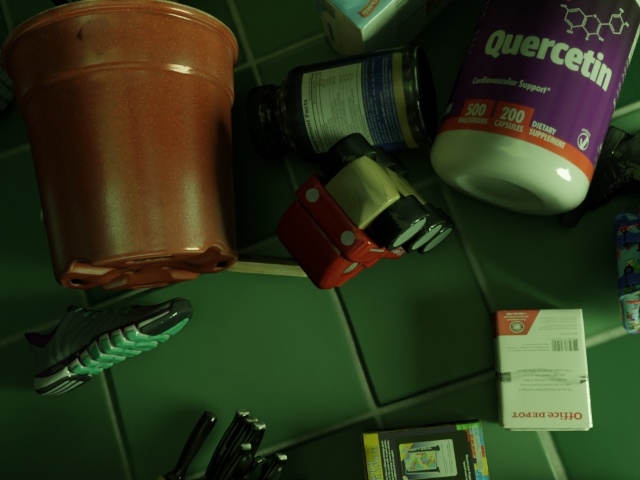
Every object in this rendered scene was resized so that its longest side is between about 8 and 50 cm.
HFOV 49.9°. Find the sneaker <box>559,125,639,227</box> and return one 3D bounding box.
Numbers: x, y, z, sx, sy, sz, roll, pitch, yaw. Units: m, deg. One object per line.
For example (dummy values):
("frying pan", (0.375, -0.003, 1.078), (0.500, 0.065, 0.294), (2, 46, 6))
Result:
("sneaker", (0.366, -0.075, 0.830), (0.089, 0.051, 0.170), (29, 81, 16))

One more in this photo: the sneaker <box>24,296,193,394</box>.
("sneaker", (-0.274, 0.107, 0.868), (0.224, 0.083, 0.098), (-27, 73, 3))

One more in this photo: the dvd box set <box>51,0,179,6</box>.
("dvd box set", (-0.191, -0.449, 0.842), (0.062, 0.307, 0.420), (32, 84, 10))

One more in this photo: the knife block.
("knife block", (-0.162, 0.331, 0.798), (0.276, 0.088, 0.242), (-29, 49, 27))

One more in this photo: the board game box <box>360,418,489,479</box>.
("board game box", (0.127, 0.300, 0.795), (0.141, 0.048, 0.170), (-7, 79, 8))

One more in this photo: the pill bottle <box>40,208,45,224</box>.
("pill bottle", (-0.304, -0.007, 0.897), (0.067, 0.067, 0.120), (-44, 77, -2))

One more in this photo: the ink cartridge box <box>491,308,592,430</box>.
("ink cartridge box", (0.254, 0.150, 0.800), (0.099, 0.056, 0.135), (-2, 79, 8))

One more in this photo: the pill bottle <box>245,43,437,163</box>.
("pill bottle", (0.025, -0.161, 0.846), (0.219, 0.123, 0.122), (-6, 79, 20))

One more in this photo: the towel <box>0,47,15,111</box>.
("towel", (-0.532, -0.204, 0.854), (0.121, 0.283, 0.235), (39, 86, 13))

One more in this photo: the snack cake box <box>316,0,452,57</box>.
("snack cake box", (0.120, -0.344, 0.860), (0.264, 0.152, 0.089), (-43, 77, -2))

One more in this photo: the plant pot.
("plant pot", (-0.213, -0.089, 0.796), (0.272, 0.272, 0.265), (-10, 79, 6))

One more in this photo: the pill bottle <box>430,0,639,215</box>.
("pill bottle", (0.260, -0.203, 0.801), (0.182, 0.181, 0.323), (19, 83, 10))

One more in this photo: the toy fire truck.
("toy fire truck", (0.000, 0.000, 0.794), (0.246, 0.217, 0.158), (-43, 74, 14))

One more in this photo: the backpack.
("backpack", (0.390, 0.005, 0.764), (0.117, 0.158, 0.173), (-4, 65, 25))
